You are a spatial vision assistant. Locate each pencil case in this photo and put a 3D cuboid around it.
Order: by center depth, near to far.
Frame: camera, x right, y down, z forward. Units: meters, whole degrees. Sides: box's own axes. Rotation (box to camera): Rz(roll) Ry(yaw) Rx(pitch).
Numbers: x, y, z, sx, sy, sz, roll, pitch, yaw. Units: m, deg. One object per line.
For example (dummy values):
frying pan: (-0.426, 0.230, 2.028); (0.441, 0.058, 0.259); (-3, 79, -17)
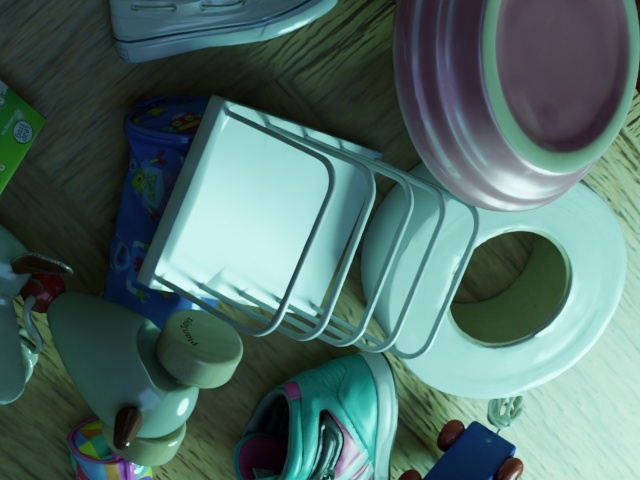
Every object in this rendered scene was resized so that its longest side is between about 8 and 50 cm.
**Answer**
pencil case: (-0.159, 0.000, 1.662); (0.119, 0.133, 0.306); (-29, 136, -54)
pencil case: (-0.221, 0.308, 1.812); (0.104, 0.104, 0.236); (-12, 119, -12)

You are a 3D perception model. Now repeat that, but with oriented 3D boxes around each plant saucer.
plant saucer: (0.212, -0.192, 1.612); (0.332, 0.084, 0.332); (-5, 97, -44)

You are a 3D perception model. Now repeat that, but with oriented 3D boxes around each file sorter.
file sorter: (0.000, 0.000, 1.595); (0.277, 0.173, 0.193); (14, 101, -54)

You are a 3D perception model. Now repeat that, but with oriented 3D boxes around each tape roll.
tape roll: (0.192, 0.033, 1.805); (0.286, 0.100, 0.286); (-8, 118, -15)

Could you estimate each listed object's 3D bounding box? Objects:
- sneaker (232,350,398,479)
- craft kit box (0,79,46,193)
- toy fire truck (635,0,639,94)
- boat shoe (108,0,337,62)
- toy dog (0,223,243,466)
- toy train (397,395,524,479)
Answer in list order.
sneaker: (-0.009, 0.274, 1.846); (0.178, 0.124, 0.296); (-7, 111, -21)
craft kit box: (-0.406, -0.091, 1.488); (0.246, 0.061, 0.250); (43, 59, -29)
toy fire truck: (0.482, -0.224, 1.701); (0.254, 0.302, 0.169); (-43, 167, -14)
boat shoe: (-0.095, -0.235, 1.579); (0.226, 0.083, 0.076); (-18, 122, -8)
toy dog: (-0.249, 0.107, 1.576); (0.333, 0.161, 0.220); (14, 113, 15)
toy train: (0.189, 0.279, 1.940); (0.248, 0.105, 0.143); (-45, 154, -29)
